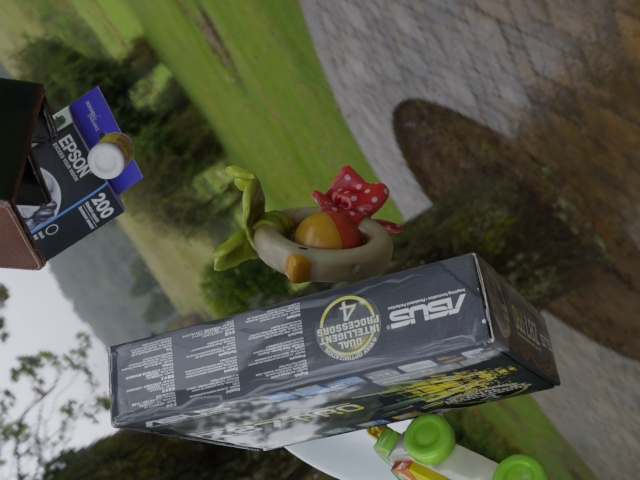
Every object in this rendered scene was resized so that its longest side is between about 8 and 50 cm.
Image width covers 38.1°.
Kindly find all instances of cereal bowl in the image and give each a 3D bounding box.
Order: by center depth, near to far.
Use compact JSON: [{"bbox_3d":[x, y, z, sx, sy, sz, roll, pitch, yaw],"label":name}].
[{"bbox_3d":[0.057,0.267,1.552,0.339,0.141,0.339,18,141,15],"label":"cereal bowl"}]

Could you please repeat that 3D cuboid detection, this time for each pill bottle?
[{"bbox_3d":[-0.247,-0.104,1.105,0.043,0.043,0.083,49,-167,-15],"label":"pill bottle"}]

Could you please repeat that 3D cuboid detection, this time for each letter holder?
[{"bbox_3d":[-0.464,-0.079,1.061,0.301,0.152,0.214,7,156,-2],"label":"letter holder"}]

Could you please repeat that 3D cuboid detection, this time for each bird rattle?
[{"bbox_3d":[0.000,0.000,1.121,0.253,0.143,0.207,3,-157,-30],"label":"bird rattle"}]

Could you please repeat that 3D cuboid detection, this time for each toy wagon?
[{"bbox_3d":[0.181,0.300,1.089,0.344,0.068,0.267,18,154,40],"label":"toy wagon"}]

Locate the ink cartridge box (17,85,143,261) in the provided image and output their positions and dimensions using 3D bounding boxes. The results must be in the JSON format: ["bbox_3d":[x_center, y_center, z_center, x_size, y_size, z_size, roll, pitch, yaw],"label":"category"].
[{"bbox_3d":[-0.355,-0.084,1.299,0.045,0.208,0.206,44,164,32],"label":"ink cartridge box"}]

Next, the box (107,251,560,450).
[{"bbox_3d":[0.028,0.135,0.989,0.318,0.394,0.097,37,-138,-60],"label":"box"}]
